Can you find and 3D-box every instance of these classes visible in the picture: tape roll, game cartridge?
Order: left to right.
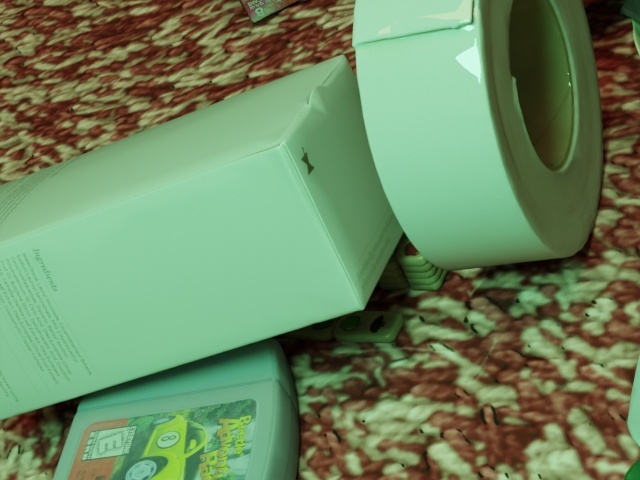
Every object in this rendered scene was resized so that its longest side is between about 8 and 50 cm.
[{"bbox_3d":[-0.117,0.197,1.295,0.196,0.060,0.294,-9,41,19],"label":"game cartridge"},{"bbox_3d":[0.129,-0.121,1.315,0.100,0.286,0.286,-7,42,26],"label":"tape roll"}]

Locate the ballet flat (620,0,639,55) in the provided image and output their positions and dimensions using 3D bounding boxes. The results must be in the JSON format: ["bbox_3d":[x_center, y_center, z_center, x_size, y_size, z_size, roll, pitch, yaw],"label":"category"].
[{"bbox_3d":[0.310,-0.151,1.415,0.074,0.074,0.203,-29,51,0],"label":"ballet flat"}]

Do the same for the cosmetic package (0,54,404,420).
[{"bbox_3d":[-0.129,0.000,1.379,0.366,0.155,0.197,-17,19,25],"label":"cosmetic package"}]

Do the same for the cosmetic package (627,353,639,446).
[{"bbox_3d":[0.317,0.095,1.030,0.231,0.085,0.117,-6,31,-20],"label":"cosmetic package"}]

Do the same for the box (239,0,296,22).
[{"bbox_3d":[0.002,-0.361,1.809,0.257,0.128,0.122,-27,37,3],"label":"box"}]

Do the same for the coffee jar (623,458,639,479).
[{"bbox_3d":[0.265,0.194,1.026,0.096,0.079,0.184,-31,37,-3],"label":"coffee jar"}]

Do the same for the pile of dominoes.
[{"bbox_3d":[0.000,0.000,1.460,0.251,0.040,0.196,1,46,33],"label":"pile of dominoes"}]

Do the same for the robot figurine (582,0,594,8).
[{"bbox_3d":[0.185,-0.246,1.538,0.219,0.128,0.158,-40,31,8],"label":"robot figurine"}]
